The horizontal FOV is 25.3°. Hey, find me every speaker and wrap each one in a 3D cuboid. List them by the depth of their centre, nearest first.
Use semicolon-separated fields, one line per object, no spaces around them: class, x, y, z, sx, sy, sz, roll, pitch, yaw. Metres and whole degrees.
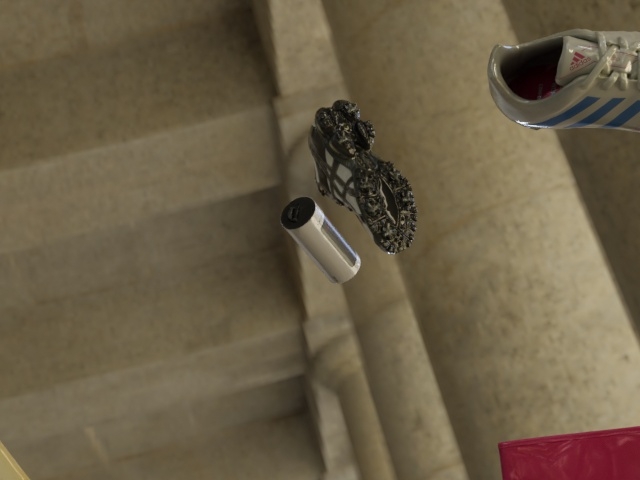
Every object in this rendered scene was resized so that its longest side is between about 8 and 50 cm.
speaker;0.000;0.000;1.921;0.055;0.055;0.136;-25;-45;15

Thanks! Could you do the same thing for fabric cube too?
fabric cube;0.375;0.394;1.814;0.254;0.258;0.259;-9;-22;10

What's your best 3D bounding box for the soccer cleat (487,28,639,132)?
soccer cleat;0.347;-0.184;1.620;0.331;0.116;0.143;-3;-20;24

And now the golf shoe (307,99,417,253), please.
golf shoe;0.046;-0.065;1.674;0.077;0.198;0.094;-15;-18;-31

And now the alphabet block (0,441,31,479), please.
alphabet block;-0.494;0.292;1.731;0.192;0.197;0.193;-37;2;-28
